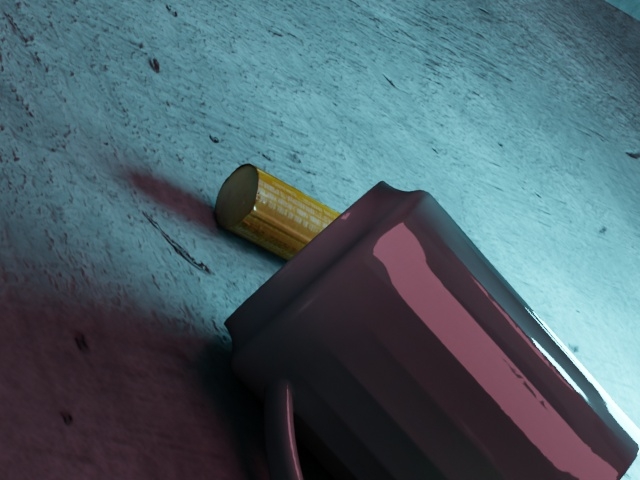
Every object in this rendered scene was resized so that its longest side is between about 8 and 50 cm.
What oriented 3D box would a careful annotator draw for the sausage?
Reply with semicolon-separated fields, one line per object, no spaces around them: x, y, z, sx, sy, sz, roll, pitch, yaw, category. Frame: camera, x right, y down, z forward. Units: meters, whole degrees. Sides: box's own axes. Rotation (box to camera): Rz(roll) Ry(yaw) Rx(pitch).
0.000;0.000;1.845;0.234;0.071;0.071;28;30;-35;sausage

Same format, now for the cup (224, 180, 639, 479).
0.067;0.152;1.574;0.327;0.237;0.323;48;55;0;cup
